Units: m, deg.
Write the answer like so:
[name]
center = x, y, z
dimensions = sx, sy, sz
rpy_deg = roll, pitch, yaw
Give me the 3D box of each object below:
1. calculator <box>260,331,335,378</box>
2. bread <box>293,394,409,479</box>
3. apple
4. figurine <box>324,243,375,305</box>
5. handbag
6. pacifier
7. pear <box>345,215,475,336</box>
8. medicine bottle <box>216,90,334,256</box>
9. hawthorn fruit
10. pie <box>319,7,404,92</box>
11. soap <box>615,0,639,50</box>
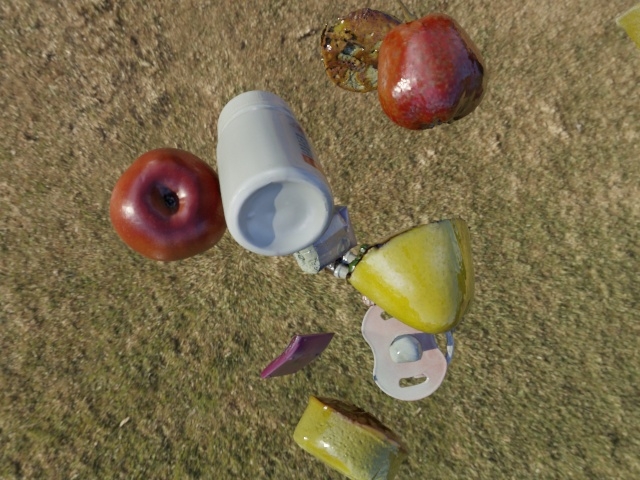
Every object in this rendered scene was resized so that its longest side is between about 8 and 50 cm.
[calculator]
center = -0.055, 0.286, 1.165
dimensions = 0.127, 0.190, 0.034
rpy_deg = 5, 45, -45
[bread]
center = 0.070, 0.471, 1.114
dimensions = 0.270, 0.270, 0.148
rpy_deg = 35, 69, -7
[apple]
center = -0.336, -0.076, 1.072
dimensions = 0.260, 0.216, 0.260
rpy_deg = 2, 82, -14
[figurine]
center = 0.190, 0.099, 1.454
dimensions = 0.370, 0.167, 0.281
rpy_deg = 13, 51, 30
[handbag]
center = 0.000, 0.000, 1.097
dimensions = 0.173, 0.095, 0.117
rpy_deg = -36, 119, -35
[pacifier]
center = 0.261, 0.331, 1.460
dimensions = 0.273, 0.220, 0.332
rpy_deg = -5, 78, -48
[pear]
center = 0.199, 0.085, 0.869
dimensions = 0.267, 0.267, 0.178
rpy_deg = -20, 59, -9
[medicine bottle]
center = -0.111, -0.157, 1.005
dimensions = 0.211, 0.371, 0.211
rpy_deg = -8, 131, -10
[hawthorn fruit]
center = 0.148, -0.263, 0.676
dimensions = 0.163, 0.162, 0.203
rpy_deg = -15, 96, -10
[pie]
center = 0.132, -0.559, 1.413
dimensions = 0.308, 0.308, 0.085
rpy_deg = 9, 63, -9
[soap]
center = 0.600, -0.405, 0.648
dimensions = 0.315, 0.199, 0.091
rpy_deg = -39, 89, 12
